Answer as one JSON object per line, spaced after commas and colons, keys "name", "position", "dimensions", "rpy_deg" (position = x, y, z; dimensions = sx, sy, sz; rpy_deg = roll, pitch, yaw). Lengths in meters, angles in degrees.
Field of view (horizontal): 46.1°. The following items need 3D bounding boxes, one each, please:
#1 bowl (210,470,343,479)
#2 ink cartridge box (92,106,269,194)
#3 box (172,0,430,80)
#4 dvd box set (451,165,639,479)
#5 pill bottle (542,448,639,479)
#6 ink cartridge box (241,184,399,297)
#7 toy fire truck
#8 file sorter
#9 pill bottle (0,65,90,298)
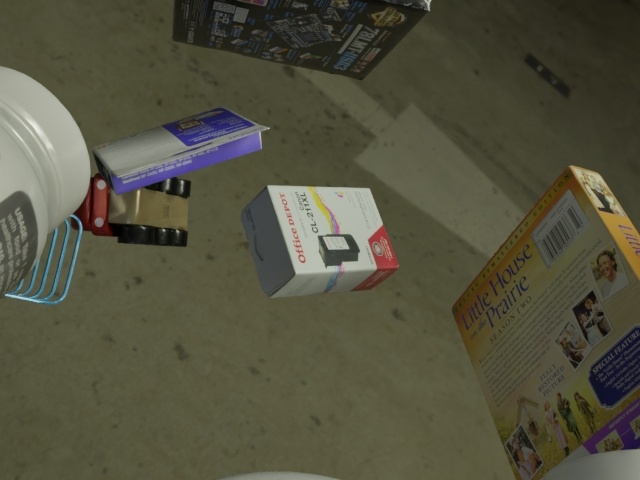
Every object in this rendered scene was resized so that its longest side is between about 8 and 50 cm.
{"name": "bowl", "position": [-0.030, 0.275, 0.365], "dimensions": [0.298, 0.298, 0.134], "rpy_deg": [45, -1, 7]}
{"name": "ink cartridge box", "position": [-0.190, -0.121, 1.015], "dimensions": [0.206, 0.045, 0.208], "rpy_deg": [-21, 23, -17]}
{"name": "box", "position": [-0.040, -0.303, 0.976], "dimensions": [0.293, 0.295, 0.073], "rpy_deg": [7, 85, -11]}
{"name": "dvd box set", "position": [0.320, 0.157, 0.930], "dimensions": [0.062, 0.308, 0.420], "rpy_deg": [10, 41, -25]}
{"name": "pill bottle", "position": [0.210, 0.282, 0.441], "dimensions": [0.160, 0.160, 0.283], "rpy_deg": [24, 52, -23]}
{"name": "ink cartridge box", "position": [0.000, 0.000, 0.984], "dimensions": [0.175, 0.072, 0.127], "rpy_deg": [-2, 64, -39]}
{"name": "toy fire truck", "position": [-0.361, -0.075, 1.254], "dimensions": [0.246, 0.159, 0.217], "rpy_deg": [3, -1, 11]}
{"name": "file sorter", "position": [-0.378, 0.012, 0.915], "dimensions": [0.104, 0.170, 0.118], "rpy_deg": [17, 80, -38]}
{"name": "pill bottle", "position": [-0.357, -0.002, 0.610], "dimensions": [0.204, 0.204, 0.361], "rpy_deg": [38, 36, -4]}
